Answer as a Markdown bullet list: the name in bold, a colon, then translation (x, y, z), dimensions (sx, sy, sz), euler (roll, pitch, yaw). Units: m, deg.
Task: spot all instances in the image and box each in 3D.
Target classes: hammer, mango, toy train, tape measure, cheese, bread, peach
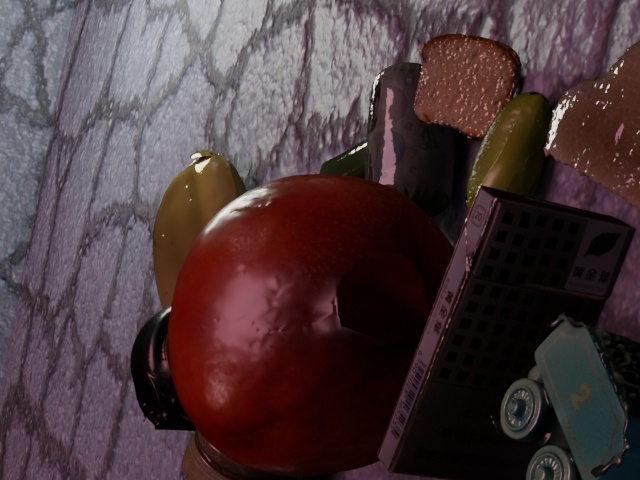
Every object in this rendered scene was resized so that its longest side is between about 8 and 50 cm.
- **hammer**: translation (0.078, -0.112, 1.859), dimensions (0.335, 0.119, 0.206), euler (156, 122, -66)
- **mango**: translation (0.228, -0.096, 1.586), dimensions (0.165, 0.074, 0.091), euler (-63, 24, 6)
- **toy train**: translation (0.273, 0.183, 1.347), dimensions (0.163, 0.112, 0.203), euler (-52, 37, 31)
- **tape measure**: translation (-0.204, 0.205, 2.169), dimensions (0.135, 0.202, 0.223), euler (-27, 61, 54)
- **cheese**: translation (-0.201, -0.009, 2.344), dimensions (0.259, 0.128, 0.316), euler (-35, 55, 44)
- **bread**: translation (0.181, -0.194, 1.683), dimensions (0.044, 0.129, 0.126), euler (-22, -53, -77)
- **bread**: translation (0.350, -0.104, 1.313), dimensions (0.337, 0.102, 0.183), euler (45, 120, 58)
- **peach**: translation (0.009, 0.102, 1.623), dimensions (0.388, 0.388, 0.388), euler (-34, 50, 54)

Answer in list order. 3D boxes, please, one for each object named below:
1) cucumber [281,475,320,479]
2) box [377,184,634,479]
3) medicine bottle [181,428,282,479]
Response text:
- **cucumber**: translation (-0.033, 0.284, 1.875), dimensions (0.067, 0.067, 0.245), euler (-121, 17, -54)
- **box**: translation (0.195, 0.110, 1.442), dimensions (0.047, 0.180, 0.325), euler (49, 123, 59)
- **medicine bottle**: translation (-0.078, 0.229, 1.965), dimensions (0.322, 0.151, 0.151), euler (-64, 30, 25)
